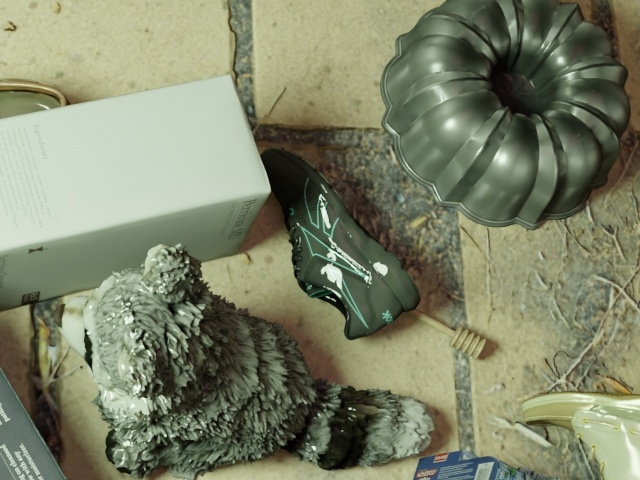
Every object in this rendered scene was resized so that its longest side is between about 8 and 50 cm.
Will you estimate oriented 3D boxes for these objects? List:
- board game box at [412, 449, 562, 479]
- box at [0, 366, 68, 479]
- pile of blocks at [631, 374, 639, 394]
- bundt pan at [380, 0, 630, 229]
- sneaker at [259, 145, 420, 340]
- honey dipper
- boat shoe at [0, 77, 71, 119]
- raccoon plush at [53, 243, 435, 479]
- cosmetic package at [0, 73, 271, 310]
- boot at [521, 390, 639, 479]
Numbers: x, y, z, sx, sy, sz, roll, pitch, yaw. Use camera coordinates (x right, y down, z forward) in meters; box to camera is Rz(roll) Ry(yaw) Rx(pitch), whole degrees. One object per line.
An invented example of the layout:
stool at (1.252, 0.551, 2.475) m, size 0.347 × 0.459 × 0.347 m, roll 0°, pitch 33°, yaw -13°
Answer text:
board game box at (0.229, 0.302, 1.737) m, size 0.194 × 0.194 × 0.060 m, roll 28°, pitch 66°, yaw -18°
box at (-0.437, 0.274, 1.561) m, size 0.313 × 0.179 × 0.343 m, roll -28°, pitch 79°, yaw -23°
pile of blocks at (0.431, 0.323, 1.817) m, size 0.113 × 0.149 × 0.362 m, roll 19°, pitch 70°, yaw -51°
bundt pan at (0.247, -0.188, 1.936) m, size 0.331 × 0.124 × 0.330 m, roll 5°, pitch 68°, yaw -12°
sneaker at (0.000, 0.000, 1.816) m, size 0.106 × 0.101 × 0.267 m, roll -39°, pitch 72°, yaw -5°
honey dipper at (0.124, 0.093, 1.854) m, size 0.161 × 0.030 × 0.030 m, roll 29°, pitch 66°, yaw 2°
boat shoe at (-0.437, -0.125, 1.741) m, size 0.324 × 0.116 × 0.123 m, roll -15°, pitch 75°, yaw -19°
raccoon plush at (-0.062, 0.120, 1.647) m, size 0.447 × 0.299 × 0.216 m, roll -2°, pitch 70°, yaw -15°
cosmetic package at (-0.270, -0.043, 1.703) m, size 0.385 × 0.217 × 0.156 m, roll -12°, pitch 73°, yaw -16°
boot at (0.332, 0.261, 1.782) m, size 0.213 × 0.077 × 0.165 m, roll -1°, pitch 80°, yaw 27°
